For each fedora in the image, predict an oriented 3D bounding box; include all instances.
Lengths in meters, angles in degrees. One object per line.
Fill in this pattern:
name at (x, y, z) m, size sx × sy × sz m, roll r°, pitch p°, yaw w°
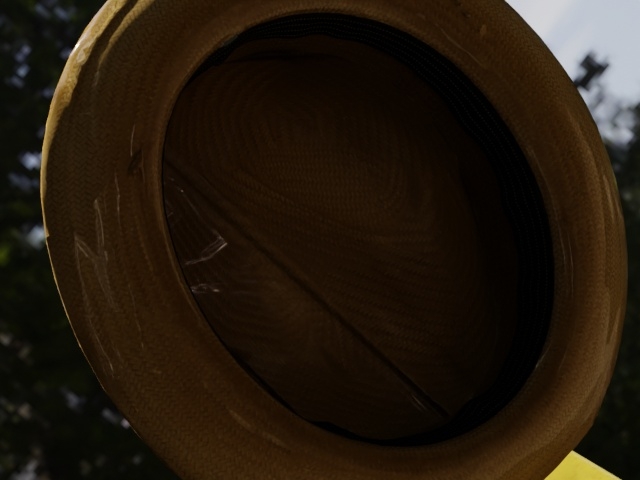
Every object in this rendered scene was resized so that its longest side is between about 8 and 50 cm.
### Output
fedora at (0.000, 0.000, 0.529) m, size 0.194 × 0.194 × 0.079 m, roll -47°, pitch 10°, yaw -21°

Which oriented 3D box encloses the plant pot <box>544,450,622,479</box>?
plant pot at (0.072, 0.185, 0.578) m, size 0.212 × 0.212 × 0.187 m, roll -40°, pitch -48°, yaw -20°
